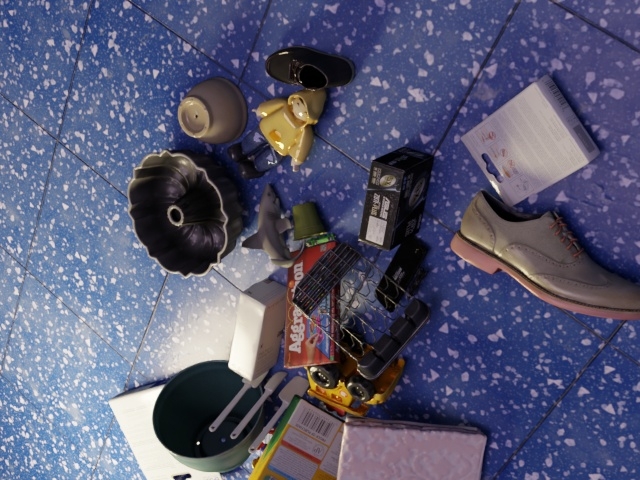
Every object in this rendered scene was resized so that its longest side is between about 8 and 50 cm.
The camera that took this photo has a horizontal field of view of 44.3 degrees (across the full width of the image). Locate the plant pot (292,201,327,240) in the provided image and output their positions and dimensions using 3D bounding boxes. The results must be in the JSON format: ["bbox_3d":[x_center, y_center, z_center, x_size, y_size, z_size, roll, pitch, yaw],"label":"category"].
[{"bbox_3d":[-0.033,-0.046,1.835,0.083,0.083,0.079,-16,87,36],"label":"plant pot"}]

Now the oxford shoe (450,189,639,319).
[{"bbox_3d":[0.445,0.028,1.507,0.397,0.140,0.147,24,112,22],"label":"oxford shoe"}]

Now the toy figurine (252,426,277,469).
[{"bbox_3d":[-0.042,0.614,2.067,0.362,0.191,0.217,48,162,-8],"label":"toy figurine"}]

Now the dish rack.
[{"bbox_3d":[0.079,0.143,1.722,0.271,0.074,0.208,40,84,26],"label":"dish rack"}]

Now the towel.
[{"bbox_3d":[0.199,0.557,1.822,0.331,0.053,0.317,5,111,0],"label":"towel"}]

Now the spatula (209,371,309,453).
[{"bbox_3d":[-0.154,0.415,1.986,0.168,0.242,0.019,24,142,23],"label":"spatula"}]

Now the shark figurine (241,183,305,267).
[{"bbox_3d":[-0.121,0.011,1.826,0.278,0.116,0.166,-115,25,-50],"label":"shark figurine"}]

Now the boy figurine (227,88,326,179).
[{"bbox_3d":[-0.084,-0.243,1.785,0.285,0.092,0.177,-33,85,40],"label":"boy figurine"}]

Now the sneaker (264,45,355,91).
[{"bbox_3d":[-0.048,-0.371,1.695,0.222,0.118,0.083,11,113,30],"label":"sneaker"}]

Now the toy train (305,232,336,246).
[{"bbox_3d":[0.000,0.000,1.858,0.083,0.023,0.017,-14,99,36],"label":"toy train"}]

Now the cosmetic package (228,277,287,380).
[{"bbox_3d":[-0.154,0.223,1.984,0.085,0.117,0.231,25,121,23],"label":"cosmetic package"}]

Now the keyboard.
[{"bbox_3d":[0.193,0.082,1.764,0.100,0.038,0.192,53,131,36],"label":"keyboard"}]

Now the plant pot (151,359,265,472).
[{"bbox_3d":[-0.277,0.493,2.085,0.293,0.293,0.196,19,142,27],"label":"plant pot"}]

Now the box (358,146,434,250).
[{"bbox_3d":[0.159,-0.088,1.644,0.077,0.147,0.180,21,116,26],"label":"box"}]

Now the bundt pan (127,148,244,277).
[{"bbox_3d":[-0.325,-0.079,1.981,0.330,0.124,0.331,12,113,30],"label":"bundt pan"}]

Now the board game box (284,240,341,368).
[{"bbox_3d":[-0.018,0.150,1.827,0.145,0.027,0.281,-15,65,35],"label":"board game box"}]

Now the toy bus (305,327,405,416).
[{"bbox_3d":[0.076,0.344,1.869,0.220,0.149,0.211,20,130,24],"label":"toy bus"}]

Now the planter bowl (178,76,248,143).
[{"bbox_3d":[-0.270,-0.302,1.873,0.162,0.109,0.162,12,113,30],"label":"planter bowl"}]

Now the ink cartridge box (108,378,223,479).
[{"bbox_3d":[-0.445,0.580,2.336,0.324,0.071,0.330,-20,98,36],"label":"ink cartridge box"}]

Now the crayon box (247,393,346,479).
[{"bbox_3d":[-0.048,0.565,1.902,0.203,0.083,0.323,31,81,-10],"label":"crayon box"}]

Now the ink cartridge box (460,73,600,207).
[{"bbox_3d":[0.402,-0.186,1.523,0.181,0.056,0.224,57,145,3],"label":"ink cartridge box"}]
